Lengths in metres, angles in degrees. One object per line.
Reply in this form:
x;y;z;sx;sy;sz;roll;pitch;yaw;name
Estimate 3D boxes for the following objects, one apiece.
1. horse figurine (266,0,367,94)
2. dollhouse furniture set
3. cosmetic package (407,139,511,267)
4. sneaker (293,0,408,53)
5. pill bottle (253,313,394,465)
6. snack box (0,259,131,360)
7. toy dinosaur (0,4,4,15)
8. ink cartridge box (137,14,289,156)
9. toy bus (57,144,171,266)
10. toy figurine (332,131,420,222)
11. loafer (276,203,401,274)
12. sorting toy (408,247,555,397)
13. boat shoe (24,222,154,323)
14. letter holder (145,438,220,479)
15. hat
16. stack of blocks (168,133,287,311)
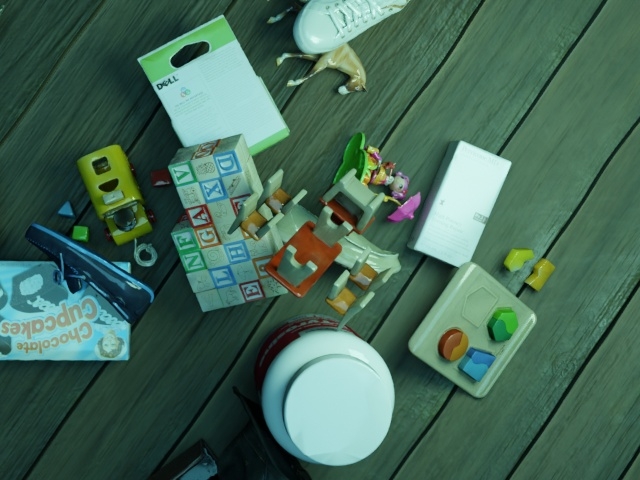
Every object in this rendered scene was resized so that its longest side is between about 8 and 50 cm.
-0.011;-0.400;1.895;0.174;0.066;0.263;-13;88;-18;horse figurine
0.000;0.000;1.731;0.262;0.135;0.259;41;49;2;dollhouse furniture set
0.270;-0.070;1.937;0.117;0.085;0.231;22;91;-8;cosmetic package
0.076;-0.445;1.834;0.290;0.123;0.106;-38;106;-24;sneaker
0.004;0.262;1.756;0.229;0.408;0.229;0;92;-7;pill bottle
-0.520;0.130;1.863;0.322;0.060;0.187;1;91;-7;snack box
-0.657;-0.422;1.756;0.160;0.313;0.121;6;119;-29;toy dinosaur
-0.200;-0.265;1.869;0.189;0.097;0.255;-29;94;-4;ink cartridge box
-0.378;-0.076;1.839;0.202;0.104;0.191;20;80;3;toy bus
0.120;-0.105;1.919;0.159;0.130;0.173;23;57;-22;toy figurine
0.035;-0.005;1.903;0.269;0.102;0.092;18;96;-6;loafer
0.332;0.142;1.936;0.229;0.041;0.307;36;88;-32;sorting toy
-0.428;0.062;1.793;0.258;0.109;0.089;32;87;-2;boat shoe
-0.297;0.539;1.829;0.302;0.214;0.152;-36;96;-4;letter holder
-0.102;0.431;1.800;0.134;0.331;0.331;-38;96;-2;hat
-0.180;-0.030;1.814;0.171;0.087;0.297;-13;115;12;stack of blocks
